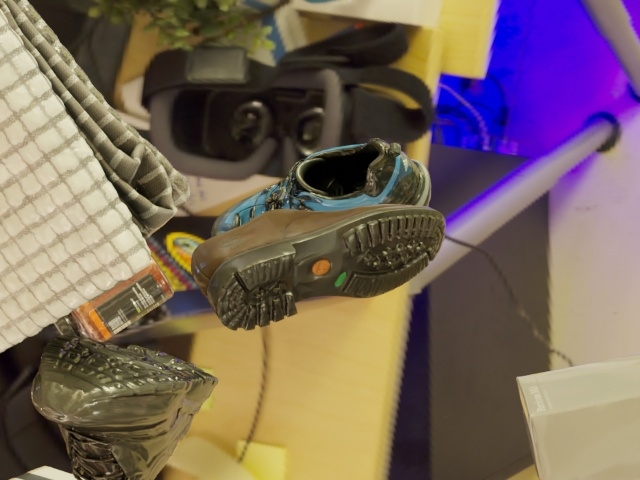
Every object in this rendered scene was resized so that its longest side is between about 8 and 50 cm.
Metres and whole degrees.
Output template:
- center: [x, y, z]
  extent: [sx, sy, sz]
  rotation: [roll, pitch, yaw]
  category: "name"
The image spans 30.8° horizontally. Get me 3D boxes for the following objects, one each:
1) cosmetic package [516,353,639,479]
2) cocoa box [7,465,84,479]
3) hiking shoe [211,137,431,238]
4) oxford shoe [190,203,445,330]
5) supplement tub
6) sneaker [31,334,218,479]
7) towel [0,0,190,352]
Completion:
- center: [0.337, 0.186, 1.241]
  extent: [0.238, 0.127, 0.107]
  rotation: [-10, 102, 3]
  category: "cosmetic package"
- center: [-0.297, 0.471, 1.538]
  extent: [0.347, 0.228, 0.231]
  rotation: [15, 94, 15]
  category: "cocoa box"
- center: [-0.019, -0.060, 1.466]
  extent: [0.304, 0.132, 0.113]
  rotation: [-19, 58, 20]
  category: "hiking shoe"
- center: [0.000, 0.000, 0.948]
  extent: [0.096, 0.227, 0.082]
  rotation: [43, 134, 47]
  category: "oxford shoe"
- center: [-0.356, 0.102, 1.972]
  extent: [0.198, 0.106, 0.106]
  rotation: [-33, 72, -11]
  category: "supplement tub"
- center: [-0.163, 0.154, 0.962]
  extent: [0.109, 0.286, 0.130]
  rotation: [21, 85, 15]
  category: "sneaker"
- center: [-0.260, -0.044, 0.871]
  extent: [0.284, 0.121, 0.235]
  rotation: [-29, 101, 32]
  category: "towel"
